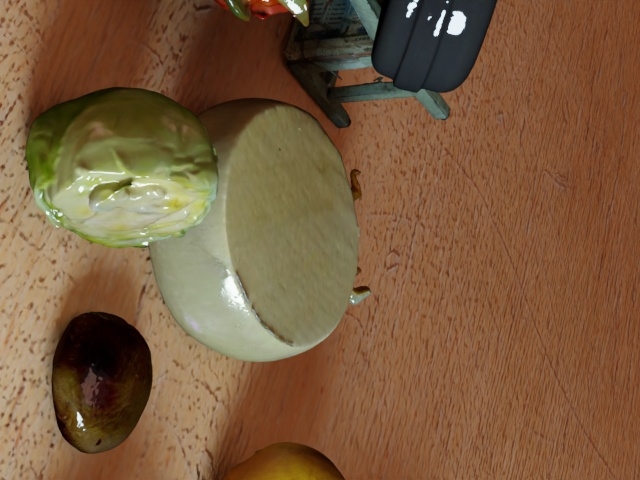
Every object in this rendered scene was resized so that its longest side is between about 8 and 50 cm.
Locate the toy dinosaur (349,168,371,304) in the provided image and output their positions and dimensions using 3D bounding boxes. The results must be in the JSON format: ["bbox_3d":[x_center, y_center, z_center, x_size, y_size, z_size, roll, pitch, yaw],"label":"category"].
[{"bbox_3d":[0.001,-0.001,1.665,0.142,0.057,0.212,56,38,-22],"label":"toy dinosaur"}]

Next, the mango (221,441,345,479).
[{"bbox_3d":[-0.042,0.293,1.465,0.112,0.144,0.219,106,-4,-64],"label":"mango"}]

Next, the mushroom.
[{"bbox_3d":[-0.180,0.118,1.341,0.123,0.052,0.123,5,85,-63],"label":"mushroom"}]

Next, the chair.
[{"bbox_3d":[0.034,-0.242,1.658,0.270,0.147,0.136,46,50,-51],"label":"chair"}]

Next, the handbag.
[{"bbox_3d":[0.122,-0.270,1.443,0.308,0.093,0.254,-77,-176,-53],"label":"handbag"}]

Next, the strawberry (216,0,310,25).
[{"bbox_3d":[-0.040,-0.367,1.470,0.343,0.292,0.292,-72,146,-58],"label":"strawberry"}]

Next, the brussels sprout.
[{"bbox_3d":[-0.160,-0.069,1.314,0.151,0.149,0.122,47,29,-68],"label":"brussels sprout"}]

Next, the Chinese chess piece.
[{"bbox_3d":[-0.061,-0.010,1.515,0.251,0.097,0.251,15,72,-58],"label":"Chinese chess piece"}]
